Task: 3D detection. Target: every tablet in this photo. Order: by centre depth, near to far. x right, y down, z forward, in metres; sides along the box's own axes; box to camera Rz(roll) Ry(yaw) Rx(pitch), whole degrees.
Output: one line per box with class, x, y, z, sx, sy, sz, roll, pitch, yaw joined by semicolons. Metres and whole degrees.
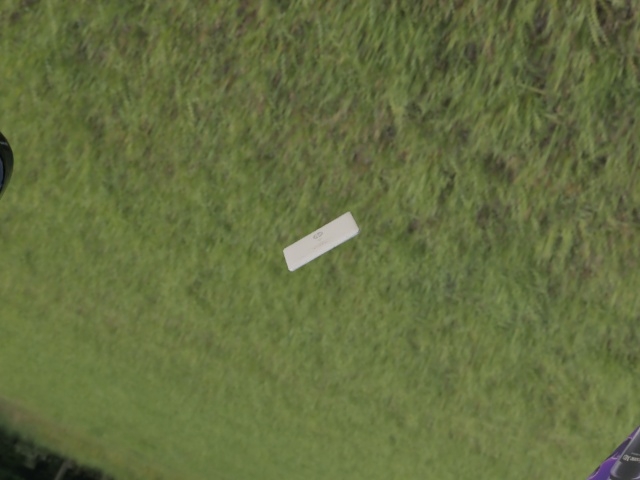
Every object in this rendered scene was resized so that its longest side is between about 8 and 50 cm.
tablet;0.000;0.000;0.934;0.006;0.083;0.054;59;-176;-26

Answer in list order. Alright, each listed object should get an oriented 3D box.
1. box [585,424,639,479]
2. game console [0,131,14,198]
box;0.277;0.196;0.621;0.108;0.207;0.153;46;178;-7
game console;-0.345;0.022;0.443;0.250;0.293;0.173;32;-159;-11
